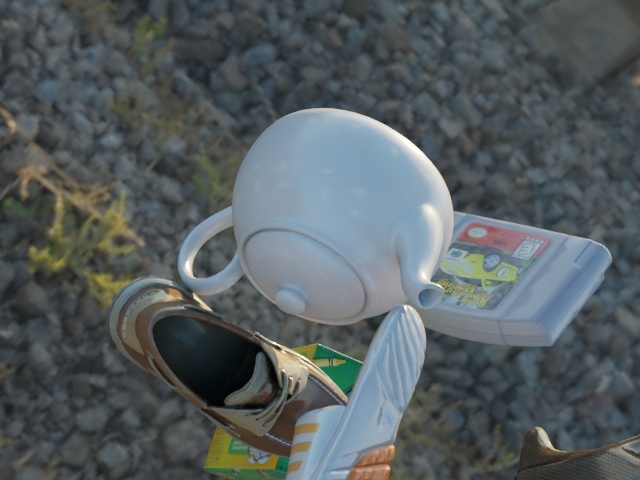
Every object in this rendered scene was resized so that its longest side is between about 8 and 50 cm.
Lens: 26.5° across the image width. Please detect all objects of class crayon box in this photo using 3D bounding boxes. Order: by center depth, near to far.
[{"bbox_3d":[-0.049,0.232,1.756,0.081,0.278,0.165,25,73,-18],"label":"crayon box"}]

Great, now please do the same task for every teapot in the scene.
[{"bbox_3d":[0.000,0.000,1.413,0.252,0.256,0.187,32,58,-1],"label":"teapot"}]

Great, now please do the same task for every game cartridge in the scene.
[{"bbox_3d":[0.226,0.053,1.871,0.196,0.294,0.060,-49,133,-29],"label":"game cartridge"}]

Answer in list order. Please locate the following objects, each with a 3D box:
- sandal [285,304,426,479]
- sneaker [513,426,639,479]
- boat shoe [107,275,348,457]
[{"bbox_3d":[0.024,0.181,1.294,0.102,0.076,0.265,49,57,-44],"label":"sandal"},{"bbox_3d":[0.150,0.058,0.418,0.071,0.188,0.066,-105,177,-45],"label":"sneaker"},{"bbox_3d":[-0.082,0.156,1.459,0.324,0.123,0.116,31,-3,-24],"label":"boat shoe"}]
